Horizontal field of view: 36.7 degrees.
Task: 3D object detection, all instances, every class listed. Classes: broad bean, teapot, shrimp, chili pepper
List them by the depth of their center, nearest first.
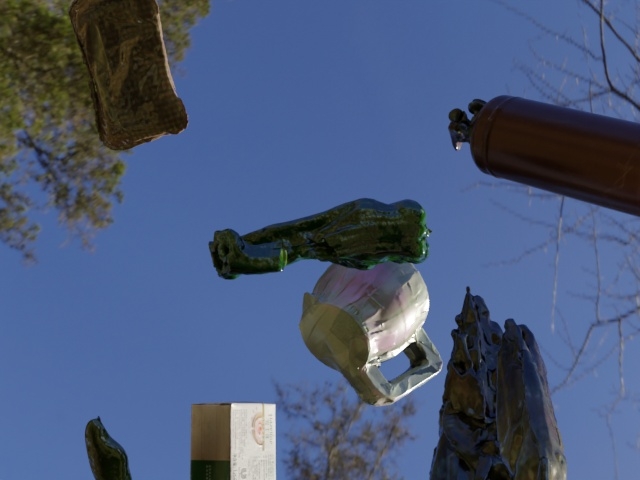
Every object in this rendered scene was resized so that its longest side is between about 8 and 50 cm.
[{"bbox_3d":[0.110,0.142,0.578,0.071,0.364,0.233,7,-46,1],"label":"shrimp"},{"bbox_3d":[0.000,0.000,1.096,0.254,0.099,0.083,-8,-88,-5],"label":"chili pepper"},{"bbox_3d":[-0.288,0.345,1.368,0.061,0.046,0.195,-30,-95,36],"label":"broad bean"},{"bbox_3d":[0.061,0.134,1.433,0.163,0.178,0.221,1,-63,37],"label":"teapot"}]

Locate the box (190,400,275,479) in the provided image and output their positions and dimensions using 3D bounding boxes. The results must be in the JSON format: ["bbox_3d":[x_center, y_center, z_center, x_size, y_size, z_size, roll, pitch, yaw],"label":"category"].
[{"bbox_3d":[-0.132,0.347,1.480,0.081,0.135,0.199,-4,-101,28],"label":"box"}]

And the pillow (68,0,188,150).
[{"bbox_3d":[-0.254,-0.229,1.259,0.135,0.034,0.211,-13,-84,23],"label":"pillow"}]

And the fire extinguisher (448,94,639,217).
[{"bbox_3d":[0.282,-0.104,1.175,0.337,0.147,0.106,22,-102,42],"label":"fire extinguisher"}]
